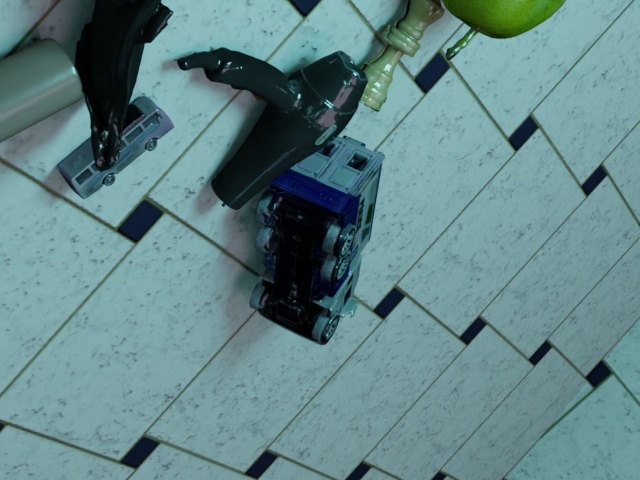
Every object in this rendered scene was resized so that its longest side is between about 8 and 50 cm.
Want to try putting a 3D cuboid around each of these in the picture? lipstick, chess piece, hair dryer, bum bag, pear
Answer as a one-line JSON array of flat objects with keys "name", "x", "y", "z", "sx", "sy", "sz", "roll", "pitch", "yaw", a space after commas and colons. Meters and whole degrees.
[{"name": "lipstick", "x": -0.348, "y": -0.106, "z": 1.420, "sx": 0.254, "sy": 0.070, "sz": 0.070, "roll": -32, "pitch": 148, "yaw": -25}, {"name": "chess piece", "x": 0.096, "y": -0.242, "z": 1.861, "sx": 0.172, "sy": 0.060, "sz": 0.060, "roll": -55, "pitch": 150, "yaw": 10}, {"name": "hair dryer", "x": -0.093, "y": -0.156, "z": 1.725, "sx": 0.235, "sy": 0.091, "sz": 0.272, "roll": -44, "pitch": 140, "yaw": 15}, {"name": "bum bag", "x": -0.198, "y": -0.192, "z": 1.470, "sx": 0.060, "sy": 0.123, "sz": 0.248, "roll": 4, "pitch": 128, "yaw": -27}, {"name": "pear", "x": 0.212, "y": -0.306, "z": 1.804, "sx": 0.216, "sy": 0.166, "sz": 0.180, "roll": -68, "pitch": 165, "yaw": 2}]

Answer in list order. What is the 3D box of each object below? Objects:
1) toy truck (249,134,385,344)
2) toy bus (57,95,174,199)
[{"name": "toy truck", "x": 0.000, "y": 0.000, "z": 1.951, "sx": 0.155, "sy": 0.124, "sz": 0.268, "roll": -54, "pitch": 162, "yaw": -37}, {"name": "toy bus", "x": -0.221, "y": -0.102, "z": 1.632, "sx": 0.131, "sy": 0.037, "sz": 0.052, "roll": -41, "pitch": 146, "yaw": -9}]
